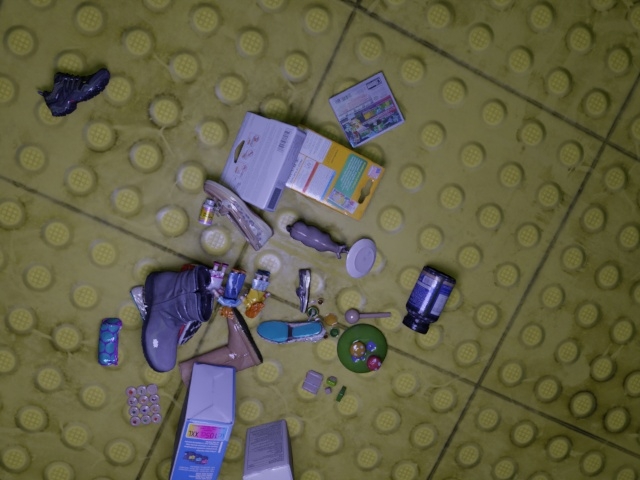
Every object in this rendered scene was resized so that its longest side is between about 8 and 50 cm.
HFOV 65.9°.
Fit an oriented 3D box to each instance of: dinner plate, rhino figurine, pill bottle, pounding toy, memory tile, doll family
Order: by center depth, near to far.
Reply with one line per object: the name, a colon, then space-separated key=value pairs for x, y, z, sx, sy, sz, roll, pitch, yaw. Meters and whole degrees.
doll family: x=-0.265 y=0.177 z=1.621 sx=0.263 sy=0.118 sz=0.163 roll=14 pitch=97 yaw=-33
pill bottle: x=-0.377 y=-0.095 z=1.648 sx=0.043 sy=0.043 sz=0.083 roll=16 pitch=96 yaw=-7
rhino figurine: x=0.000 y=0.000 z=1.664 sx=0.243 sy=0.106 sz=0.073 roll=25 pitch=96 yaw=-8
dinner plate: x=0.145 y=0.064 z=1.693 sx=0.141 sy=0.017 sz=0.141 roll=-15 pitch=114 yaw=-37
pill bottle: x=0.372 y=0.209 z=1.719 sx=0.123 sy=0.123 sz=0.219 roll=24 pitch=96 yaw=-8
pounding toy: x=0.158 y=0.369 z=1.729 sx=0.183 sy=0.110 sz=0.237 roll=7 pitch=98 yaw=-6
memory tile: x=-0.621 y=0.580 z=1.738 sx=0.113 sy=0.012 sz=0.148 roll=-5 pitch=98 yaw=-5

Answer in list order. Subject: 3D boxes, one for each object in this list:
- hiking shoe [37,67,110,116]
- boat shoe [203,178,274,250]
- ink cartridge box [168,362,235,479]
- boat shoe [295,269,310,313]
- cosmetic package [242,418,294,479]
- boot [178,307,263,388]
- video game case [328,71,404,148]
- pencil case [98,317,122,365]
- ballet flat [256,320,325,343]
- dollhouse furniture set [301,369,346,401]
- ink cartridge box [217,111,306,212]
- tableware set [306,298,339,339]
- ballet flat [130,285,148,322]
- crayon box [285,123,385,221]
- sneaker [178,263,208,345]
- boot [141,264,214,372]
hiking shoe: x=-0.769 y=-0.486 z=1.537 sx=0.227 sy=0.086 sz=0.114 roll=-34 pitch=103 yaw=1
boat shoe: x=-0.279 y=-0.085 z=1.613 sx=0.285 sy=0.104 sz=0.089 roll=42 pitch=77 yaw=-14
ink cartridge box: x=-0.393 y=0.641 z=1.606 sx=0.151 sy=0.270 sz=0.395 roll=15 pitch=112 yaw=-15
boat shoe: x=-0.062 y=0.175 z=1.713 sx=0.049 sy=0.056 sz=0.152 roll=6 pitch=86 yaw=3
cosmetic package: x=-0.170 y=0.743 z=1.657 sx=0.153 sy=0.296 sz=0.129 roll=-12 pitch=98 yaw=-3
boot: x=-0.363 y=0.386 z=1.697 sx=0.269 sy=0.089 sz=0.236 roll=-23 pitch=99 yaw=0
video game case: x=0.156 y=-0.435 z=1.659 sx=0.201 sy=0.023 sz=0.183 roll=-28 pitch=99 yaw=-2
pencil case: x=-0.712 y=0.343 z=1.670 sx=0.070 sy=0.064 sz=0.152 roll=10 pitch=98 yaw=10
ballet flat: x=-0.100 y=0.327 z=1.712 sx=0.241 sy=0.077 sz=0.091 roll=0 pitch=54 yaw=11
dollhouse furniture set: x=0.015 y=0.522 z=1.782 sx=0.151 sy=0.058 sz=0.076 roll=22 pitch=104 yaw=11
ink cartridge box: x=-0.195 y=-0.258 z=1.598 sx=0.239 sy=0.060 sz=0.275 roll=28 pitch=97 yaw=37
tableware set: x=0.008 y=0.280 z=1.746 sx=0.104 sy=0.024 sz=0.154 roll=-15 pitch=99 yaw=-3
ballet flat: x=-0.590 y=0.234 z=1.672 sx=0.052 sy=0.057 sz=0.168 roll=-22 pitch=100 yaw=-12
crayon box: x=0.026 y=-0.223 z=1.647 sx=0.323 sy=0.083 sz=0.203 roll=26 pitch=96 yaw=-7
sneaker: x=-0.455 y=0.213 z=1.673 sx=0.118 sy=0.107 sz=0.279 roll=15 pitch=93 yaw=11
boot: x=-0.442 y=0.251 z=1.550 sx=0.222 sy=0.118 sz=0.338 roll=-5 pitch=90 yaw=26
